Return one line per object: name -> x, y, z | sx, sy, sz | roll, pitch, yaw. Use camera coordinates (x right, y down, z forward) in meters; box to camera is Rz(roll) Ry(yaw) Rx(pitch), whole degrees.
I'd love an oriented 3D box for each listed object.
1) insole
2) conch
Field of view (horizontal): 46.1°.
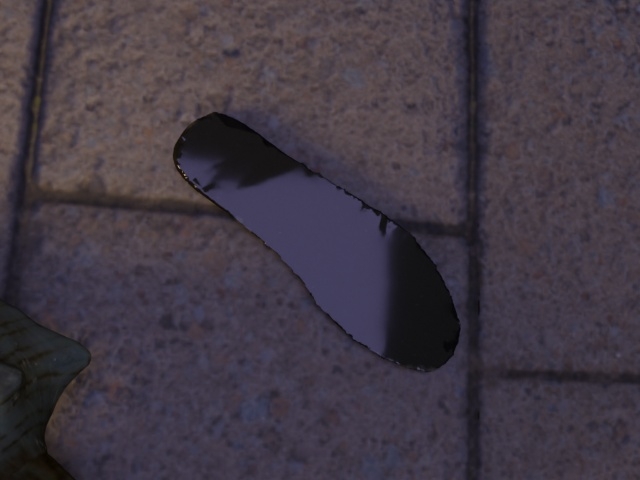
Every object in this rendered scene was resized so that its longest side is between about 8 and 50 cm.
insole -> 0.000, 0.000, 0.665 | 0.309, 0.012, 0.110 | 37, 76, -1
conch -> -0.260, 0.118, 0.520 | 0.203, 0.170, 0.386 | -23, 85, -39
